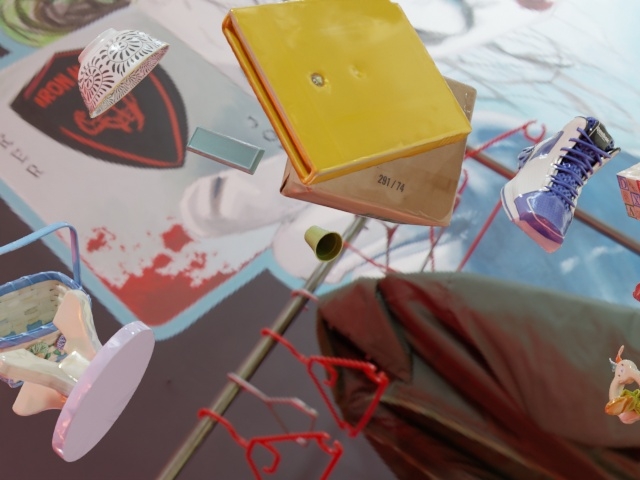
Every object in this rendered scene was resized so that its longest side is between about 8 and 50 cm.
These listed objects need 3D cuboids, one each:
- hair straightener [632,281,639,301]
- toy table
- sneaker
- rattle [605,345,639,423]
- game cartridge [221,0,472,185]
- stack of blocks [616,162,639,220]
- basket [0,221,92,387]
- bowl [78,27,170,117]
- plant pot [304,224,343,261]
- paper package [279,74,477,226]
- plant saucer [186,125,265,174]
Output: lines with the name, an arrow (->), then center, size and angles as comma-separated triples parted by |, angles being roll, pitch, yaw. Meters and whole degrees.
hair straightener -> 0.652, 0.132, 1.339 | 0.089, 0.230, 0.047 | -20, -44, -49
toy table -> -0.424, 0.228, 1.375 | 0.274, 0.161, 0.252 | -58, -16, 0
sneaker -> 0.450, -0.136, 1.460 | 0.182, 0.127, 0.315 | -45, 10, 38
rattle -> 0.720, 0.344, 1.937 | 0.130, 0.143, 0.199 | 108, 161, -54
game cartridge -> 0.047, -0.243, 1.198 | 0.324, 0.285, 0.053 | -18, -15, -36
stack of blocks -> 0.871, -0.081, 1.940 | 0.087, 0.171, 0.297 | -25, 19, -7
basket -> -0.587, 0.125, 1.586 | 0.255, 0.201, 0.289 | -28, -53, -37
bowl -> -0.324, -0.279, 1.236 | 0.170, 0.080, 0.170 | -40, 11, 10
plant pot -> 0.000, 0.000, 1.953 | 0.083, 0.079, 0.083 | -17, -56, -28
paper package -> 0.114, -0.201, 1.577 | 0.168, 0.325, 0.309 | 12, 89, 65
plant saucer -> -0.220, -0.210, 1.801 | 0.067, 0.192, 0.018 | -65, -23, -7
